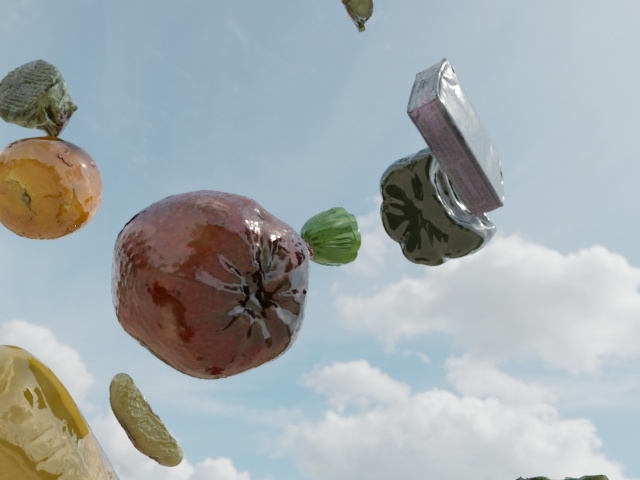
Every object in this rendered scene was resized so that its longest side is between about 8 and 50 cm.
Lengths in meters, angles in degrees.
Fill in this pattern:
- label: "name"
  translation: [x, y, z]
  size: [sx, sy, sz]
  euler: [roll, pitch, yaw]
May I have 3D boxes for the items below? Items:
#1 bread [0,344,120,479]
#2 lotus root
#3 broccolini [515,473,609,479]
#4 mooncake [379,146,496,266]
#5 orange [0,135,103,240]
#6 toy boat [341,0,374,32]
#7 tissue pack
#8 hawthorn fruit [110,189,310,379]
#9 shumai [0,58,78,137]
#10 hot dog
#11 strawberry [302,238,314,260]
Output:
- label: "bread"
  translation: [-0.225, 0.232, 0.520]
  size: [0.091, 0.142, 0.305]
  euler: [-16, -62, -2]
- label: "lotus root"
  translation: [0.000, 0.000, 1.713]
  size: [0.186, 0.186, 0.186]
  euler: [10, -38, 8]
- label: "broccolini"
  translation: [0.461, 0.486, 1.143]
  size: [0.067, 0.058, 0.216]
  euler: [25, -32, -22]
- label: "mooncake"
  translation: [0.166, -0.049, 0.840]
  size: [0.175, 0.104, 0.168]
  euler: [39, -59, 23]
- label: "orange"
  translation: [-0.626, -0.120, 1.346]
  size: [0.246, 0.246, 0.246]
  euler: [10, -38, 8]
- label: "toy boat"
  translation: [0.091, -0.611, 1.477]
  size: [0.089, 0.071, 0.185]
  euler: [-20, -60, -5]
- label: "tissue pack"
  translation: [0.159, -0.118, 0.683]
  size: [0.051, 0.112, 0.156]
  euler: [-24, -63, 30]
- label: "hawthorn fruit"
  translation: [-0.166, 0.046, 0.817]
  size: [0.300, 0.254, 0.254]
  euler: [21, -24, 49]
- label: "shumai"
  translation: [-0.679, -0.339, 1.444]
  size: [0.184, 0.184, 0.142]
  euler: [6, -28, 14]
- label: "hot dog"
  translation: [-0.394, 0.401, 1.291]
  size: [0.242, 0.073, 0.084]
  euler: [50, -29, 10]
- label: "strawberry"
  translation: [-0.057, 0.039, 1.566]
  size: [0.073, 0.083, 0.073]
  euler: [41, -10, 9]
